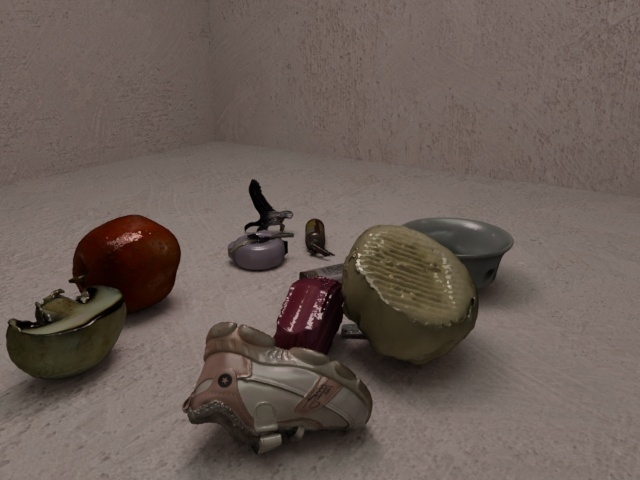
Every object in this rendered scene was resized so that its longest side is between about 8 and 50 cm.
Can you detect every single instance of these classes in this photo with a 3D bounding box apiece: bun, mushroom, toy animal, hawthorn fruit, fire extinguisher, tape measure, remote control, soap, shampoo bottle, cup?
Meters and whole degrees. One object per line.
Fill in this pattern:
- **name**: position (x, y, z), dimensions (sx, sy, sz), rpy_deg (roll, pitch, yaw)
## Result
- **bun**: position (0.198, 0.138, 1.316), dimensions (0.359, 0.211, 0.360), rpy_deg (12, 43, -12)
- **mushroom**: position (-0.561, 0.220, 1.264), dimensions (0.189, 0.164, 0.267), rpy_deg (6, 18, 6)
- **toy animal**: position (-0.208, -0.065, 2.114), dimensions (0.160, 0.197, 0.273), rpy_deg (6, 59, -31)
- **hawthorn fruit**: position (-0.547, 0.069, 1.522), dimensions (0.275, 0.276, 0.299), rpy_deg (17, 25, 38)
- **fire extinguisher**: position (-0.003, -0.007, 1.988), dimensions (0.106, 0.075, 0.252), rpy_deg (0, 20, -2)
- **tape measure**: position (-0.203, 0.025, 1.864), dimensions (0.178, 0.105, 0.196), rpy_deg (17, 25, 37)
- **remote control**: position (0.145, 0.232, 1.420), dimensions (0.183, 0.027, 0.050), rpy_deg (-3, 23, 6)
- **soap**: position (-0.027, 0.201, 1.277), dimensions (0.112, 0.182, 0.289), rpy_deg (7, 37, 16)
- **shampoo bottle**: position (0.051, 0.107, 1.708), dimensions (0.227, 0.056, 0.086), rpy_deg (-11, 25, -26)
- **cup**: position (0.404, 0.055, 1.693), dimensions (0.346, 0.163, 0.347), rpy_deg (-1, 21, 0)

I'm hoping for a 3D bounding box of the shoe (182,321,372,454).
- **shoe**: position (-0.083, 0.309, 1.048), dimensions (0.350, 0.172, 0.198), rpy_deg (21, 60, 4)
